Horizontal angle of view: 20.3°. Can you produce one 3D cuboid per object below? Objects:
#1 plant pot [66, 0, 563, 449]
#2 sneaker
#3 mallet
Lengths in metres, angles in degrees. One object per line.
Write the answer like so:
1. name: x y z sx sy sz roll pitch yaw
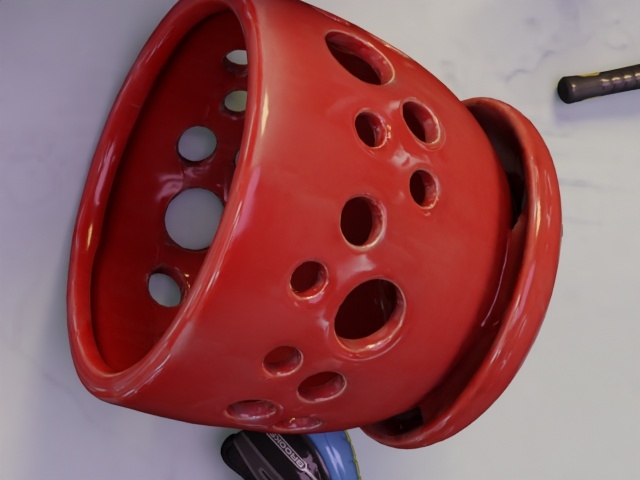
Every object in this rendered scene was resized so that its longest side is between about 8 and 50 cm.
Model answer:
1. plant pot: 0.000 0.000 0.797 0.174 0.191 0.191 19 87 -24
2. sneaker: -0.009 0.173 0.879 0.078 0.067 0.188 -10 100 2
3. mallet: 0.220 -0.096 0.940 0.190 0.062 0.039 -14 100 -19
